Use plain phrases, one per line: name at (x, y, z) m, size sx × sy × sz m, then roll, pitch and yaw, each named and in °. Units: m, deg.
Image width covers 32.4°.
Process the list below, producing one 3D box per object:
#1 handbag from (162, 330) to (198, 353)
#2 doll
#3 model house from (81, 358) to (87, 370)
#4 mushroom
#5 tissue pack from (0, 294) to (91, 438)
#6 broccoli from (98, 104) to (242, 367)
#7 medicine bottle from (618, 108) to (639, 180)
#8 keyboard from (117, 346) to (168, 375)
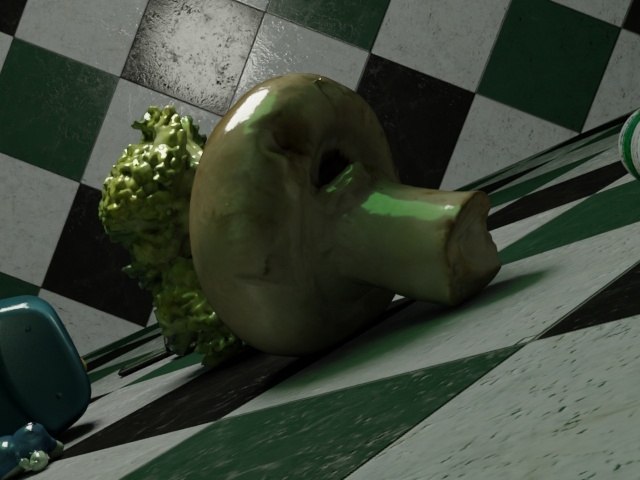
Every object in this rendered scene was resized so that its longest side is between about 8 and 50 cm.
handbag at (-0.219, 0.110, 1.820) m, size 0.115 × 0.139 × 0.072 m, roll -24°, pitch 10°, yaw -20°
doll at (-0.327, 0.231, 1.197) m, size 0.083 × 0.050 × 0.076 m, roll -26°, pitch -3°, yaw 10°
model house at (-0.508, 0.224, 1.634) m, size 0.219 × 0.199 × 0.229 m, roll -48°, pitch 1°, yaw 29°
mushroom at (0.029, -0.029, 1.086) m, size 0.290 × 0.292 × 0.292 m, roll -2°, pitch 15°, yaw 34°
tissue pack at (-0.442, 0.193, 1.368) m, size 0.287 × 0.198 × 0.206 m, roll -27°, pitch 5°, yaw -21°
broccoli at (-0.108, -0.031, 1.425) m, size 0.293 × 0.348 × 0.281 m, roll -31°, pitch 15°, yaw -23°
medicine bottle at (0.358, -0.096, 1.122) m, size 0.095 × 0.095 × 0.260 m, roll -24°, pitch 0°, yaw 11°
keyboard at (-0.184, 0.150, 1.967) m, size 0.381 × 0.041 × 0.103 m, roll -31°, pitch 3°, yaw -4°
